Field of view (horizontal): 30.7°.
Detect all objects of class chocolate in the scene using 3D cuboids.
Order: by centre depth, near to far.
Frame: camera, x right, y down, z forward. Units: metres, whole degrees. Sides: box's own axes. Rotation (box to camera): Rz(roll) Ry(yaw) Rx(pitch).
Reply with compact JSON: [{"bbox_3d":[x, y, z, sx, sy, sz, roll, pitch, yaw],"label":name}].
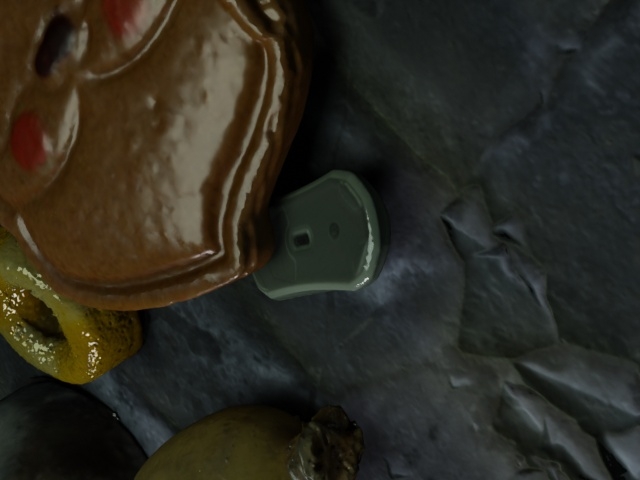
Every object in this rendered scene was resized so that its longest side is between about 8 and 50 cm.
[{"bbox_3d":[-0.315,0.319,1.210,0.303,0.213,0.303,17,118,36],"label":"chocolate"}]

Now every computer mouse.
[{"bbox_3d":[0.000,0.000,0.885,0.181,0.056,0.089,-15,80,51],"label":"computer mouse"}]

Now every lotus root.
[{"bbox_3d":[-0.084,0.227,1.011,0.303,0.131,0.146,-35,85,45],"label":"lotus root"}]

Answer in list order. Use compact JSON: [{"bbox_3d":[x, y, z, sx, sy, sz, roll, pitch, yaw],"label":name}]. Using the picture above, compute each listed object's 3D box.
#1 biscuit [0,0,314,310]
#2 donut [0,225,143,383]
[{"bbox_3d":[-0.183,-0.152,0.923,0.350,0.078,0.455,-44,74,36],"label":"biscuit"},{"bbox_3d":[-0.254,0.062,1.105,0.162,0.065,0.178,-6,124,37],"label":"donut"}]
